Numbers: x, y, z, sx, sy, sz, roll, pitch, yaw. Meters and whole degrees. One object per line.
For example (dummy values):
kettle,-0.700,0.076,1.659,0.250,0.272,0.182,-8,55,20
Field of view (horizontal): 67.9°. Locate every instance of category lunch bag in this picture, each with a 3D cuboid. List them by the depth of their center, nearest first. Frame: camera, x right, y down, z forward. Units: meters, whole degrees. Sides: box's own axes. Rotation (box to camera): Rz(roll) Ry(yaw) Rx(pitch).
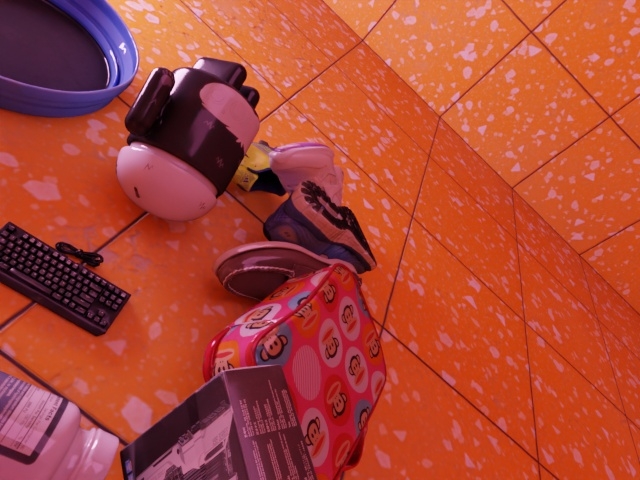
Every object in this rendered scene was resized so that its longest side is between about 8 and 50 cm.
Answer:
lunch bag,-0.005,0.191,0.661,0.293,0.120,0.258,-35,103,-59

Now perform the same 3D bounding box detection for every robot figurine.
robot figurine,-0.212,-0.166,0.781,0.209,0.174,0.278,33,73,-26

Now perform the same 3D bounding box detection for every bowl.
bowl,-0.511,-0.365,0.798,0.391,0.077,0.390,28,39,-26

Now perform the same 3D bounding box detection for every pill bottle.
pill bottle,-0.297,0.193,0.452,0.180,0.108,0.107,35,37,-18

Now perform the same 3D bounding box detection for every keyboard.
keyboard,-0.341,0.040,0.631,0.180,0.023,0.108,37,36,-17

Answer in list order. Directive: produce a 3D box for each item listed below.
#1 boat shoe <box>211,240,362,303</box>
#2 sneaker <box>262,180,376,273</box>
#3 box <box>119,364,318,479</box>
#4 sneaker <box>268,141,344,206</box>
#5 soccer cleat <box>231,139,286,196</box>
boat shoe,-0.038,0.083,0.838,0.325,0.117,0.096,16,42,-46
sneaker,0.000,0.000,0.954,0.330,0.147,0.129,34,29,-53
box,-0.086,0.310,0.449,0.077,0.242,0.307,7,52,-44
sneaker,-0.012,-0.107,0.980,0.305,0.114,0.151,22,66,-68
soccer cleat,-0.176,-0.159,0.944,0.289,0.093,0.121,11,53,-41
